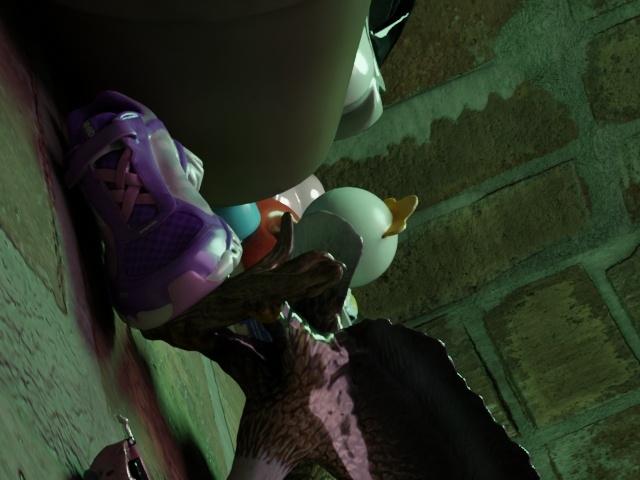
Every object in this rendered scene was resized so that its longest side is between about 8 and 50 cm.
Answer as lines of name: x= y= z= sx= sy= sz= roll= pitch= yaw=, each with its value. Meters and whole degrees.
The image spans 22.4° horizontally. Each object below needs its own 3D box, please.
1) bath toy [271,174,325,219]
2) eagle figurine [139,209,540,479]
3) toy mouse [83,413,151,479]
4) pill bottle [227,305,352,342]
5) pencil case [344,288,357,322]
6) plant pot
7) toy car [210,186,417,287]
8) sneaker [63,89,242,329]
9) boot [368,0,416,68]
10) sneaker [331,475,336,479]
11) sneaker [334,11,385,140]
bath toy: x=-0.050 y=-0.059 z=2.053 sx=0.129 sy=0.151 sz=0.348 roll=-115 pitch=-158 yaw=-69
eagle figurine: x=0.001 y=0.146 z=1.130 sx=0.298 sy=0.225 sz=0.226 roll=55 pitch=-4 yaw=-20
toy mouse: x=-0.088 y=0.149 z=0.774 sx=0.143 sy=0.031 sz=0.161 roll=64 pitch=4 yaw=-67
pill bottle: x=-0.030 y=0.093 z=1.660 sx=0.067 sy=0.120 sz=0.067 roll=-23 pitch=90 yaw=-88
pencil case: x=-0.038 y=0.022 z=2.352 sx=0.124 sy=0.113 sz=0.273 roll=33 pitch=-26 yaw=52
plant pot: x=-0.089 y=-0.189 z=1.282 sx=0.323 sy=0.323 sz=0.280 roll=-110 pitch=-166 yaw=-50
toy car: x=0.000 y=0.000 z=1.830 sx=0.210 sy=0.238 sz=0.219 roll=-108 pitch=175 yaw=-68
sneaker: x=-0.125 y=-0.030 z=1.083 sx=0.104 sy=0.095 sz=0.236 roll=58 pitch=1 yaw=-30
boot: x=-0.083 y=-0.410 z=1.856 sx=0.445 sy=0.146 sz=0.367 roll=35 pitch=-18 yaw=12
sneaker: x=0.028 y=0.262 z=1.545 sx=0.292 sy=0.108 sz=0.169 roll=-106 pitch=176 yaw=-63
sneaker: x=-0.016 y=-0.252 z=1.605 sx=0.330 sy=0.122 sz=0.146 roll=-111 pitch=179 yaw=-50
